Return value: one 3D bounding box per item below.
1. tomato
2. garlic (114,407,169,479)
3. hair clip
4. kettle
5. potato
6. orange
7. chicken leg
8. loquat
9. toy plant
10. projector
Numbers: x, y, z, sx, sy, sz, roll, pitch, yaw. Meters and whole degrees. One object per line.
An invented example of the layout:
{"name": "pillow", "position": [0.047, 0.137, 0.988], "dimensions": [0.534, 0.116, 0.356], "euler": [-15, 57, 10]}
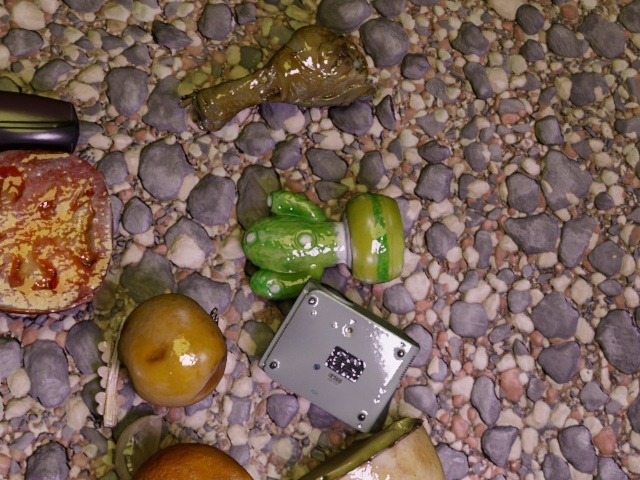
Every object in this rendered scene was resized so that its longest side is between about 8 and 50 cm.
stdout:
{"name": "tomato", "position": [-0.540, -0.002, 1.812], "dimensions": [0.338, 0.143, 0.338], "euler": [3, 69, -8]}
{"name": "garlic", "position": [-0.333, 0.374, 1.759], "dimensions": [0.084, 0.066, 0.152], "euler": [20, 65, -36]}
{"name": "hair clip", "position": [-0.388, 0.242, 1.804], "dimensions": [0.062, 0.056, 0.214], "euler": [14, 73, -27]}
{"name": "kettle", "position": [-0.585, -0.222, 1.869], "dimensions": [0.232, 0.202, 0.144], "euler": [-2, 98, -17]}
{"name": "potato", "position": [0.115, 0.470, 1.754], "dimensions": [0.285, 0.242, 0.242], "euler": [-22, 74, -41]}
{"name": "orange", "position": [-0.208, 0.471, 1.647], "dimensions": [0.264, 0.264, 0.264], "euler": [5, 67, -12]}
{"name": "chicken leg", "position": [-0.093, -0.333, 2.069], "dimensions": [0.429, 0.201, 0.152], "euler": [-22, 47, -16]}
{"name": "loquat", "position": [-0.259, 0.205, 1.759], "dimensions": [0.213, 0.213, 0.213], "euler": [5, 67, -12]}
{"name": "toy plant", "position": [0.000, 0.000, 1.945], "dimensions": [0.316, 0.184, 0.224], "euler": [-5, 79, -6]}
{"name": "projector", "position": [0.035, 0.217, 1.843], "dimensions": [0.250, 0.108, 0.198], "euler": [32, 95, 0]}
